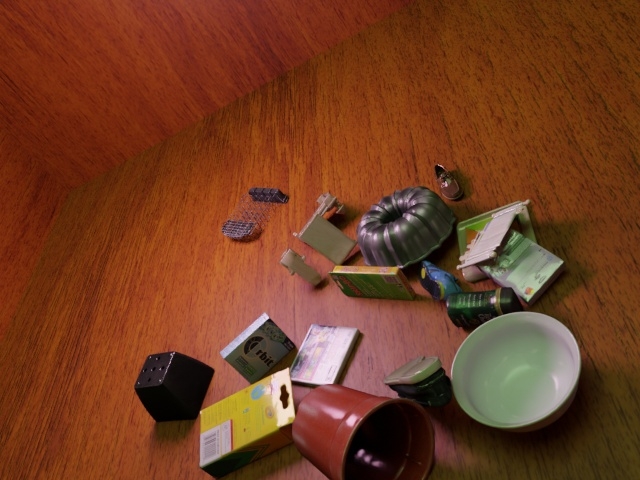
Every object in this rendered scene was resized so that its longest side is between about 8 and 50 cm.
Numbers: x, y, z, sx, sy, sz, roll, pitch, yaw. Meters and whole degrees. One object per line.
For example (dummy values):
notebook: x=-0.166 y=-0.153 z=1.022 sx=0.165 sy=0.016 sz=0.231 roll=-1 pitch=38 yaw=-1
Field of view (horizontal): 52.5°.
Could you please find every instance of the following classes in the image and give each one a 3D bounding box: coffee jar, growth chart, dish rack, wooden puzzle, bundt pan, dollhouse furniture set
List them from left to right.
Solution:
dish rack: x=-0.279 y=-0.109 z=2.671 sx=0.208 sy=0.074 sz=0.271 roll=7 pitch=56 yaw=46
dollhouse furniture set: x=0.000 y=0.000 z=2.333 sx=0.303 sy=0.174 sz=0.355 roll=-52 pitch=7 yaw=0
bundt pan: x=0.250 y=-0.054 z=2.054 sx=0.331 sy=0.124 sz=0.331 roll=-29 pitch=26 yaw=15
coffee jar: x=0.432 y=0.176 z=1.708 sx=0.184 sy=0.096 sz=0.079 roll=-11 pitch=46 yaw=33
growth chart: x=0.481 y=-0.015 z=1.829 sx=0.237 sy=0.021 sz=0.172 roll=-52 pitch=13 yaw=-25
wooden puzzle: x=0.508 y=-0.005 z=1.891 sx=0.221 sy=0.044 sz=0.239 roll=-21 pitch=38 yaw=21

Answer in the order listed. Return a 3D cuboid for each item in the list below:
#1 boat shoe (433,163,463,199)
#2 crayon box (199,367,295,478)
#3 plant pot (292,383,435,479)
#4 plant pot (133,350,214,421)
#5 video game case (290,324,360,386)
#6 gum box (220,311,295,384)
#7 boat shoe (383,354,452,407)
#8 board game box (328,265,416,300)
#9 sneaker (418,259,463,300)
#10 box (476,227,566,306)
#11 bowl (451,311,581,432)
boat shoe: x=0.419 y=-0.197 z=2.171 sx=0.064 sy=0.060 sz=0.178 roll=-31 pitch=36 yaw=9
crayon box: x=-0.196 y=0.524 z=1.872 sx=0.318 sy=0.081 sz=0.202 roll=-29 pitch=36 yaw=13
plant pot: x=0.083 y=0.473 z=1.554 sx=0.272 sy=0.272 sz=0.265 roll=-51 pitch=30 yaw=-19
plant pot: x=-0.493 y=0.465 z=2.122 sx=0.187 sy=0.167 sz=0.188 roll=-13 pitch=43 yaw=31
video game case: x=0.007 y=0.345 z=1.950 sx=0.183 sy=0.023 sz=0.201 roll=-1 pitch=50 yaw=40
gum box: x=-0.192 y=0.337 z=2.014 sx=0.184 sy=0.157 sz=0.041 roll=-42 pitch=35 yaw=-5
boat shoe: x=0.247 y=0.353 z=1.584 sx=0.127 sy=0.113 sz=0.340 roll=-32 pitch=-7 yaw=-15
board game box: x=0.152 y=0.129 z=1.979 sx=0.259 sy=0.124 sz=0.039 roll=-3 pitch=46 yaw=39
sneaker: x=0.347 y=0.116 z=1.892 sx=0.082 sy=0.069 sz=0.209 roll=-3 pitch=22 yaw=-13
box: x=0.537 y=0.069 z=1.746 sx=0.145 sy=0.038 sz=0.186 roll=-47 pitch=46 yaw=-2
bowl: x=0.460 y=0.321 z=1.487 sx=0.298 sy=0.134 sz=0.298 roll=-23 pitch=38 yaw=19
